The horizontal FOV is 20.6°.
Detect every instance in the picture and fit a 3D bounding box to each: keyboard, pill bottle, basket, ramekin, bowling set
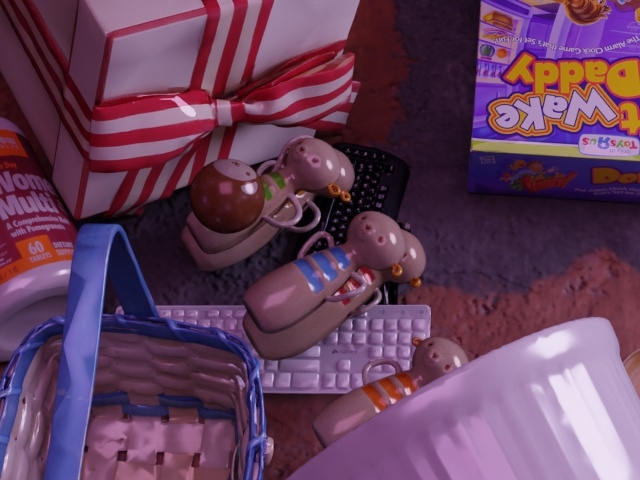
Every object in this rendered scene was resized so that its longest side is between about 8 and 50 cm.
[{"bbox_3d":[0.028,0.006,1.425,0.100,0.038,0.192,13,67,8],"label":"keyboard"},{"bbox_3d":[-0.271,-0.022,1.406,0.121,0.121,0.221,-27,67,-10],"label":"pill bottle"},{"bbox_3d":[-0.041,0.086,1.387,0.256,0.014,0.072,-1,64,11],"label":"keyboard"},{"bbox_3d":[-0.140,0.151,1.226,0.201,0.289,0.255,2,68,11],"label":"basket"},{"bbox_3d":[0.111,0.179,1.217,0.277,0.277,0.135,-27,74,-9],"label":"ramekin"},{"bbox_3d":[0.000,0.000,1.305,0.154,0.200,0.287,-31,56,-10],"label":"bowling set"}]

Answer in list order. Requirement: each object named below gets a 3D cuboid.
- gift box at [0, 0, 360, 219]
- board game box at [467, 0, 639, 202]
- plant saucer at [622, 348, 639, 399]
[{"bbox_3d":[-0.116,-0.172,1.405,0.255,0.276,0.258,-21,62,-21],"label":"gift box"},{"bbox_3d":[0.302,-0.148,1.460,0.347,0.078,0.233,3,65,4],"label":"board game box"},{"bbox_3d":[0.269,0.121,1.371,0.083,0.015,0.083,-1,65,3],"label":"plant saucer"}]
